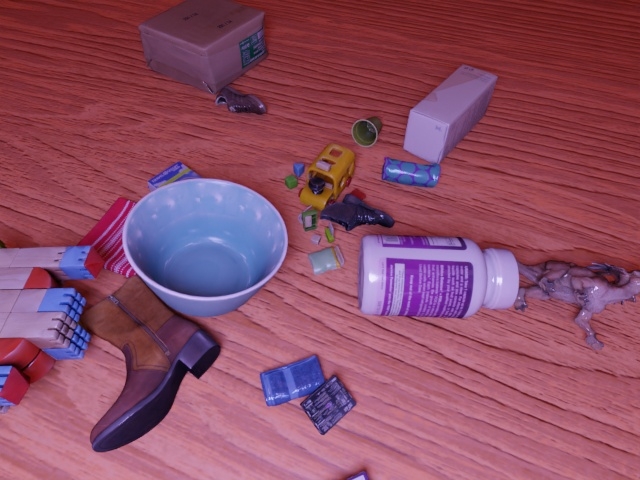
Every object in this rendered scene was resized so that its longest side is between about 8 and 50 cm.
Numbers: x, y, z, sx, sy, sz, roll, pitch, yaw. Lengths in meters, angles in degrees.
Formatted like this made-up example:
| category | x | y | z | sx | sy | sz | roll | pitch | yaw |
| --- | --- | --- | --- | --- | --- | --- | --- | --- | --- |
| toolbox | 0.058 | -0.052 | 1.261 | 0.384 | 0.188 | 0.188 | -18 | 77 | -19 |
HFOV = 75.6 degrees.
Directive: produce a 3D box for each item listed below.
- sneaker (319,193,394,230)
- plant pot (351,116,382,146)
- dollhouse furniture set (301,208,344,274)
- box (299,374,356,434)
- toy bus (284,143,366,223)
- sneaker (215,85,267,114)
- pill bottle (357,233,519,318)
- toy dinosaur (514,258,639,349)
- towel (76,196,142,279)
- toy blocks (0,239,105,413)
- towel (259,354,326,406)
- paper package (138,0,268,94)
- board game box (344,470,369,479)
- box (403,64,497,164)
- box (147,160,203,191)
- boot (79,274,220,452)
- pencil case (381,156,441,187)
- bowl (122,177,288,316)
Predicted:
| category | x | y | z | sx | sy | sz | roll | pitch | yaw |
| --- | --- | --- | --- | --- | --- | --- | --- | --- | --- |
| sneaker | 0.091 | -0.053 | 1.022 | 0.170 | 0.051 | 0.089 | 31 | 75 | 5 |
| plant pot | 0.147 | -0.333 | 1.230 | 0.083 | 0.083 | 0.079 | 26 | 45 | 18 |
| dollhouse furniture set | 0.000 | 0.000 | 0.973 | 0.076 | 0.059 | 0.152 | -14 | 54 | -11 |
| box | 0.015 | 0.298 | 0.752 | 0.083 | 0.018 | 0.067 | -35 | 83 | -24 |
| toy bus | 0.011 | -0.164 | 1.072 | 0.190 | 0.104 | 0.202 | -14 | 53 | -11 |
| sneaker | -0.254 | -0.429 | 1.313 | 0.188 | 0.066 | 0.071 | 29 | 74 | 26 |
| pill bottle | 0.232 | 0.074 | 0.851 | 0.301 | 0.169 | 0.169 | 2 | 52 | 1 |
| toy dinosaur | 0.542 | 0.088 | 0.881 | 0.295 | 0.127 | 0.200 | 26 | 48 | 33 |
| towel | -0.421 | 0.000 | 0.986 | 0.274 | 0.031 | 0.199 | 17 | 55 | 12 |
| toy blocks | -0.549 | 0.154 | 0.752 | 0.260 | 0.191 | 0.382 | -1 | 52 | 2 |
| towel | -0.051 | 0.267 | 0.783 | 0.119 | 0.029 | 0.067 | -14 | 54 | -12 |
| paper package | -0.394 | -0.693 | 1.440 | 0.309 | 0.168 | 0.325 | 27 | 56 | 17 |
| board game box | 0.041 | 0.541 | 0.563 | 0.208 | 0.056 | 0.347 | -14 | 53 | -17 |
| box | 0.385 | -0.377 | 1.220 | 0.121 | 0.148 | 0.311 | 32 | 57 | 23 |
| box | -0.367 | -0.139 | 1.088 | 0.178 | 0.042 | 0.109 | 34 | 58 | 22 |
| boot | -0.378 | 0.211 | 0.782 | 0.280 | 0.096 | 0.264 | 29 | 60 | 22 |
| pencil case | 0.244 | -0.186 | 1.118 | 0.151 | 0.064 | 0.070 | 10 | 68 | 6 |
| bowl | -0.233 | 0.034 | 0.857 | 0.311 | 0.163 | 0.312 | 9 | 47 | -10 |
